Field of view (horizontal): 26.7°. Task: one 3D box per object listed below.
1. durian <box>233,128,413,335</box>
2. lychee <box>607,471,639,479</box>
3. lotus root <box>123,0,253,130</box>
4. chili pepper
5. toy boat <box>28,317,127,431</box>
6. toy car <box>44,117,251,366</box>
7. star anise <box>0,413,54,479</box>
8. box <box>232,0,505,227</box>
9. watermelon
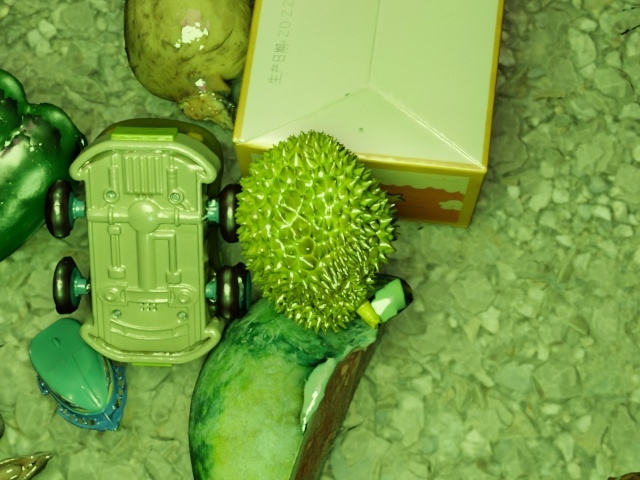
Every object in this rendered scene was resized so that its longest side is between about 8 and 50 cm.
[{"bbox_3d":[-0.011,-0.006,1.283,0.146,0.198,0.159,-21,33,-23],"label":"durian"},{"bbox_3d":[0.310,0.323,1.329,0.188,0.188,0.188,0,74,1],"label":"lychee"},{"bbox_3d":[-0.152,-0.249,1.514,0.154,0.140,0.257,-29,59,34],"label":"lotus root"},{"bbox_3d":[-0.391,-0.071,1.420,0.233,0.248,0.257,39,88,-2],"label":"chili pepper"},{"bbox_3d":[-0.238,0.161,1.425,0.091,0.110,0.175,-36,35,-10],"label":"toy boat"},{"bbox_3d":[-0.168,-0.012,1.424,0.204,0.198,0.248,1,110,3],"label":"toy car"},{"bbox_3d":[-0.385,0.262,1.414,0.171,0.063,0.208,25,80,12],"label":"star anise"},{"bbox_3d":[0.056,-0.184,1.451,0.259,0.214,0.284,8,76,1],"label":"box"},{"bbox_3d":[-0.020,0.140,1.407,0.180,0.224,0.305,39,71,-35],"label":"watermelon"}]
